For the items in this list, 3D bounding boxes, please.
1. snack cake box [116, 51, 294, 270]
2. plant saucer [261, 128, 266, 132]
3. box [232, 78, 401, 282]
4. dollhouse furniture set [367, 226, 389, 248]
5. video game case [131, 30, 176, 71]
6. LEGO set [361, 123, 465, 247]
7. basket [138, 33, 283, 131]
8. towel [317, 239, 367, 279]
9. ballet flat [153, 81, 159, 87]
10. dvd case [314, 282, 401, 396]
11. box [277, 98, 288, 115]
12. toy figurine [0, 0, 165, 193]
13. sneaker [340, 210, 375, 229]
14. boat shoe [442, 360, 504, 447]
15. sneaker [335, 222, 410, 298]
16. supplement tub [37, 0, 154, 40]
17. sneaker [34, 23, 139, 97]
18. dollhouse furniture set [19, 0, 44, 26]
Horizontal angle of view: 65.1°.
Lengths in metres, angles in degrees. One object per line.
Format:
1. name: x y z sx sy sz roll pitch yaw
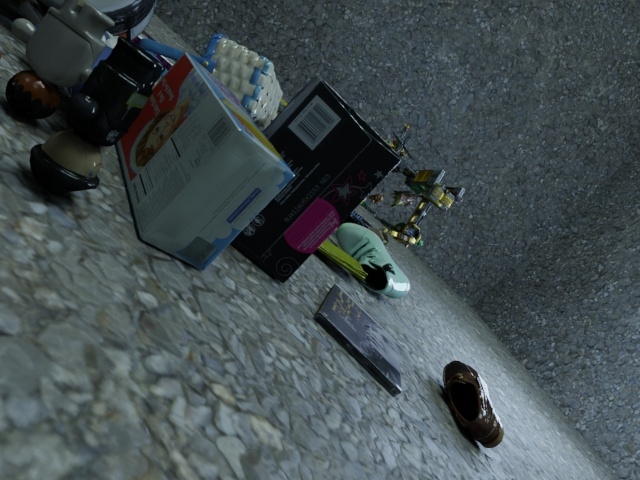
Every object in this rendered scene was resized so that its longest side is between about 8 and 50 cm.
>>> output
1. snack cake box: -0.154 -0.108 0.606 0.089 0.152 0.264 36 13 -42
2. plant saucer: -0.033 -0.157 1.132 0.277 0.041 0.278 22 45 -24
3. box: -0.035 -0.094 0.744 0.163 0.247 0.142 41 9 -17
4. dollhouse furniture set: 0.173 0.044 1.433 0.161 0.101 0.182 46 10 13
5. video game case: -0.488 -0.547 1.408 0.232 0.042 0.210 37 12 -34
6. LEGO set: 0.236 -0.134 1.396 0.331 0.255 0.192 45 -9 -20
7. basket: -0.246 -0.357 1.156 0.288 0.201 0.255 22 -4 8
8. towel: 0.000 0.000 1.087 0.237 0.021 0.102 35 13 -15
9. ballet flat: -0.275 -0.264 0.988 0.091 0.077 0.241 50 12 27
10. dvd case: 0.069 0.150 0.821 0.164 0.018 0.221 44 10 2
11. box: -0.154 -0.341 1.501 0.279 0.177 0.290 47 10 18
12. toy figurine: -0.267 -0.158 0.419 0.209 0.148 0.213 44 10 34
13. sneaker: 0.096 -0.059 1.639 0.090 0.081 0.232 28 12 -49
14. boat shoe: 0.267 0.279 0.916 0.073 0.073 0.207 43 9 -17
15. sneaker: 0.109 0.035 1.243 0.256 0.094 0.151 47 14 27
16. supplement tub: -0.376 -0.442 0.830 0.207 0.207 0.338 40 -4 -24
17. sneaker: -0.313 -0.219 0.647 0.130 0.112 0.296 21 17 -28
18. dollhouse furniture set: -0.473 -0.362 0.760 0.152 0.058 0.076 61 -6 -26
